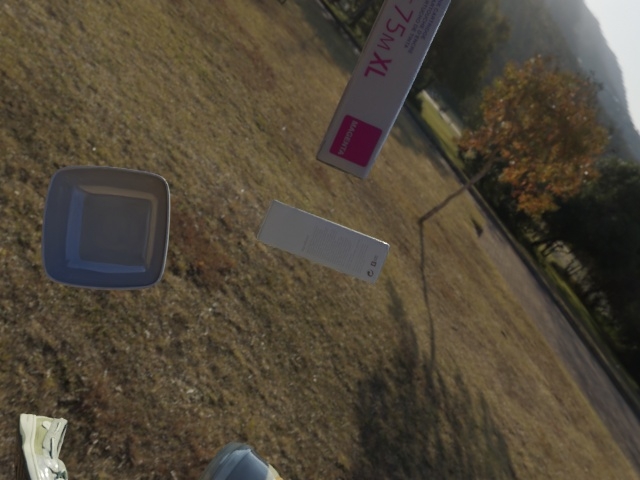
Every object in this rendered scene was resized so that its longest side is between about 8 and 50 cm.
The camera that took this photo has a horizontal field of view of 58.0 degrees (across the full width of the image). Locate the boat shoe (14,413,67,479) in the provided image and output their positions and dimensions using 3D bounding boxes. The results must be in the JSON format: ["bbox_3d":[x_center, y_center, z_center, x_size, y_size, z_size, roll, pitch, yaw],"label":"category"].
[{"bbox_3d":[-0.521,0.431,1.099,0.103,0.118,0.320,6,9,-31],"label":"boat shoe"}]

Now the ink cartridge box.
[{"bbox_3d":[0.067,-0.179,0.663,0.065,0.186,0.311,24,13,-4],"label":"ink cartridge box"}]

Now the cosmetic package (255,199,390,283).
[{"bbox_3d":[0.000,0.000,1.078,0.230,0.086,0.117,22,0,-9],"label":"cosmetic package"}]

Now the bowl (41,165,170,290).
[{"bbox_3d":[-0.249,-0.013,0.686,0.053,0.142,0.142,164,-69,-83],"label":"bowl"}]

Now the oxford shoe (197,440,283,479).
[{"bbox_3d":[-0.160,0.485,0.763,0.130,0.450,0.169,27,9,13],"label":"oxford shoe"}]
